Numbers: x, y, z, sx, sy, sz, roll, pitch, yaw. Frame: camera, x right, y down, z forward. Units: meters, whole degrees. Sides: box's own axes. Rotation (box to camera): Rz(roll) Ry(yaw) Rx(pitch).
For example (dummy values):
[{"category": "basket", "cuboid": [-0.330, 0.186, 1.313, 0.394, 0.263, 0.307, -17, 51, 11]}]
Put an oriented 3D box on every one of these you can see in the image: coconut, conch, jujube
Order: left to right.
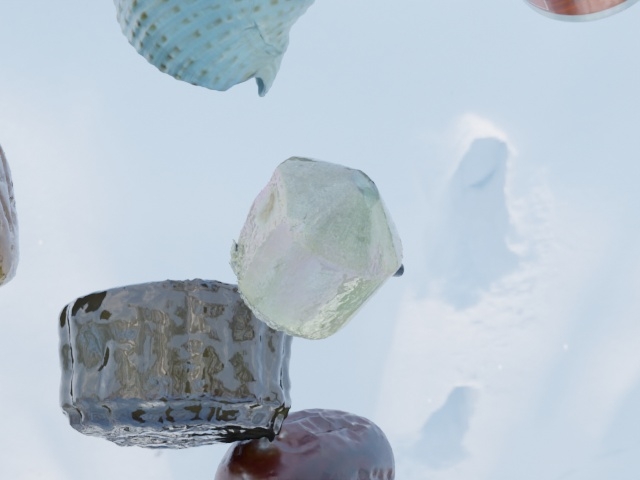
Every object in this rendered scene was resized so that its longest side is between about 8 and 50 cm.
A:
[{"category": "conch", "cuboid": [-0.128, -0.370, 1.280, 0.302, 0.319, 0.215, -5, 148, -6]}, {"category": "jujube", "cuboid": [-0.018, 0.367, 1.463, 0.223, 0.223, 0.318, -27, 170, 36]}, {"category": "coconut", "cuboid": [0.000, 0.000, 0.707, 0.116, 0.116, 0.122, 19, 125, -24]}]

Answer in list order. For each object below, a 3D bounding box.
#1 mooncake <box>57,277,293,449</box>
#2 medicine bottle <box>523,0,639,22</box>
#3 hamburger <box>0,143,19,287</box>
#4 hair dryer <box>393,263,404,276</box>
[{"category": "mooncake", "cuboid": [-0.192, 0.177, 1.302, 0.323, 0.187, 0.324, 0, 162, 0]}, {"category": "medicine bottle", "cuboid": [0.362, -0.472, 1.379, 0.252, 0.253, 0.241, -14, 156, 23]}, {"category": "hamburger", "cuboid": [-0.508, -0.068, 1.295, 0.170, 0.290, 0.314, -17, 156, -3]}, {"category": "hair dryer", "cuboid": [0.098, 0.044, 1.630, 0.047, 0.026, 0.083, 6, -178, -33]}]
